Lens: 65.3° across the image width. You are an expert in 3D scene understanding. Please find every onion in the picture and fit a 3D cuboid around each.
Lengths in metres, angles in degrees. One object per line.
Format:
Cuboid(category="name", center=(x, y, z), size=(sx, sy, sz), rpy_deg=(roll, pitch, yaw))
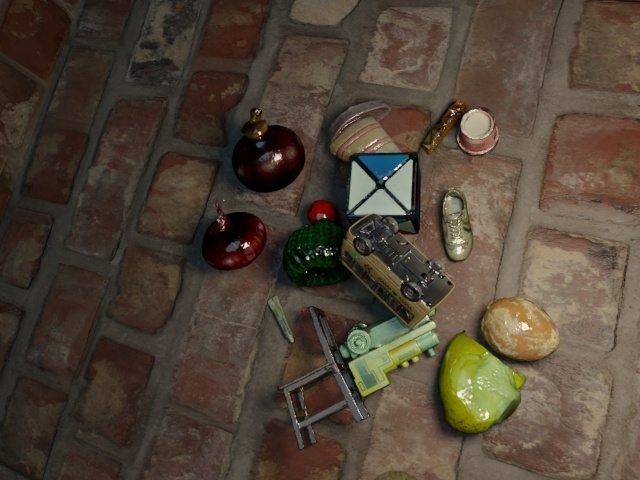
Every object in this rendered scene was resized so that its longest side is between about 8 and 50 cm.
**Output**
Cuboid(category="onion", center=(-0.353, -0.020, 1.948), size=(0.273, 0.285, 0.273), rpy_deg=(-16, 37, 13))

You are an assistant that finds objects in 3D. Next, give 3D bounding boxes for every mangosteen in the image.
Cuboid(category="mangosteen", center=(-0.211, -0.332, 1.963), size=(0.297, 0.293, 0.297), rpy_deg=(-9, 62, 17))

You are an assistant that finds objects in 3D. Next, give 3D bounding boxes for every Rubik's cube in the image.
Cuboid(category="Rubik's cube", center=(0.234, -0.166, 1.808), size=(0.250, 0.248, 0.247), rpy_deg=(1, 77, 17))

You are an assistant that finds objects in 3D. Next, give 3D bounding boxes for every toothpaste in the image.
Cuboid(category="toothpaste", center=(-0.148, 0.307, 1.933), size=(0.048, 0.029, 0.197), rpy_deg=(-31, 67, 8))

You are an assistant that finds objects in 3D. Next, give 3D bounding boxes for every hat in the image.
Cuboid(category="hat", center=(0.000, 0.000, 1.883), size=(0.274, 0.242, 0.332), rpy_deg=(-1, 52, 3))

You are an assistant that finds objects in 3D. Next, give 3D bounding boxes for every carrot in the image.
Cuboid(category="carrot", center=(0.467, -0.431, 1.896), size=(0.069, 0.069, 0.229), rpy_deg=(39, 92, 21))

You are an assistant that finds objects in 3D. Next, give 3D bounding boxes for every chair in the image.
Cuboid(category="chair", center=(-0.029, 0.477, 1.765), size=(0.240, 0.203, 0.416), rpy_deg=(-28, 70, 6))

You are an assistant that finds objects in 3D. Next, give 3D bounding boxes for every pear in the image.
Cuboid(category="pear", center=(0.488, 0.479, 1.618), size=(0.286, 0.176, 0.282), rpy_deg=(40, 93, 23))

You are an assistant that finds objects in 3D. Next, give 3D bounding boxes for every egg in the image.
Cuboid(category="egg", center=(0.634, 0.286, 1.598), size=(0.245, 0.203, 0.203), rpy_deg=(25, 86, 31))

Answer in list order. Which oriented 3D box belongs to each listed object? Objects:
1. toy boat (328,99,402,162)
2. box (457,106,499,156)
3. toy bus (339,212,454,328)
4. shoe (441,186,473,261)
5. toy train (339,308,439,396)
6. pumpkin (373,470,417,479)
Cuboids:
Cuboid(category="toy boat", center=(0.163, -0.404, 1.940), size=(0.276, 0.111, 0.294), rpy_deg=(-14, 61, 9))
Cuboid(category="box", center=(0.572, -0.400, 1.818), size=(0.151, 0.135, 0.151), rpy_deg=(-5, 74, 17))
Cuboid(category="toy bus", center=(0.232, 0.095, 1.618), size=(0.365, 0.202, 0.177), rpy_deg=(45, 51, 15))
Cuboid(category="shoe", center=(0.483, -0.062, 1.787), size=(0.103, 0.098, 0.275), rpy_deg=(-10, 76, 19))
Cuboid(category="toy train", center=(0.256, 0.358, 1.737), size=(0.368, 0.150, 0.237), rpy_deg=(-28, 81, 7))
Cuboid(category="pumpkin", center=(0.251, 0.881, 1.635), size=(0.217, 0.110, 0.218), rpy_deg=(-2, 78, 11))
